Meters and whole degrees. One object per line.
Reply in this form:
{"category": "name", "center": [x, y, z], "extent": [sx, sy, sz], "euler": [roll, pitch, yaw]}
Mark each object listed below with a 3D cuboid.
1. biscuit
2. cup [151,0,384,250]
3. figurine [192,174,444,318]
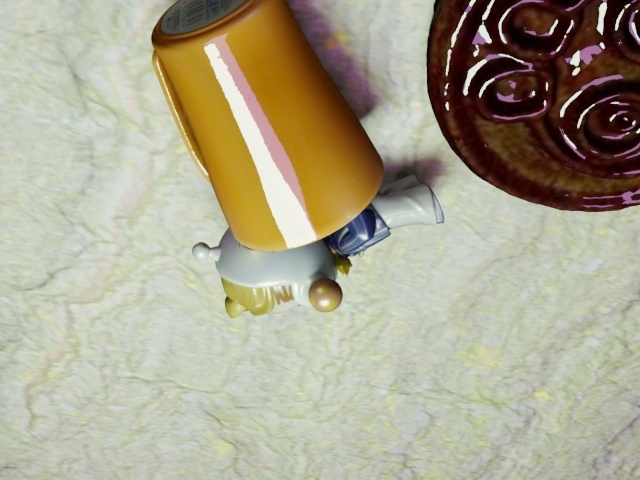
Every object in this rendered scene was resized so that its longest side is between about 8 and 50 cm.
{"category": "biscuit", "center": [0.309, -0.187, 0.890], "extent": [0.407, 0.091, 0.407], "euler": [0, 135, 0]}
{"category": "cup", "center": [-0.072, -0.129, 0.903], "extent": [0.226, 0.182, 0.264], "euler": [6, 137, 38]}
{"category": "figurine", "center": [0.005, 0.003, 1.005], "extent": [0.274, 0.194, 0.133], "euler": [-15, 117, 16]}
